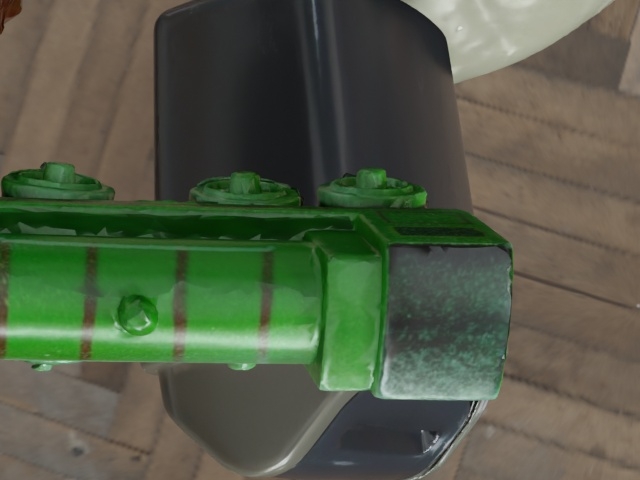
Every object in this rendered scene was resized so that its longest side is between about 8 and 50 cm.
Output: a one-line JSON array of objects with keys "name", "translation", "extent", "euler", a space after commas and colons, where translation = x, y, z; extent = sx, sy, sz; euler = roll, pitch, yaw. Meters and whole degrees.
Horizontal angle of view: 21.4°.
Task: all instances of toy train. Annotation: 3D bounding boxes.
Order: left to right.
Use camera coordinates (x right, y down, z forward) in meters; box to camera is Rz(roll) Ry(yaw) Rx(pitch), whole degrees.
[{"name": "toy train", "translation": [-0.058, 0.014, 0.592], "extent": [0.251, 0.119, 0.085], "euler": [1, 102, -11]}]

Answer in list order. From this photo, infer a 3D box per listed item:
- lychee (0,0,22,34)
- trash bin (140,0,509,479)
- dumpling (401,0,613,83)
[{"name": "lychee", "translation": [-0.241, -0.177, 0.744], "extent": [0.276, 0.275, 0.304], "euler": [-11, 44, 10]}, {"name": "trash bin", "translation": [0.000, 0.000, 1.024], "extent": [0.182, 0.209, 0.290], "euler": [-12, 75, 32]}, {"name": "dumpling", "translation": [0.082, -0.237, 1.131], "extent": [0.395, 0.315, 0.233], "euler": [-1, 80, 19]}]
